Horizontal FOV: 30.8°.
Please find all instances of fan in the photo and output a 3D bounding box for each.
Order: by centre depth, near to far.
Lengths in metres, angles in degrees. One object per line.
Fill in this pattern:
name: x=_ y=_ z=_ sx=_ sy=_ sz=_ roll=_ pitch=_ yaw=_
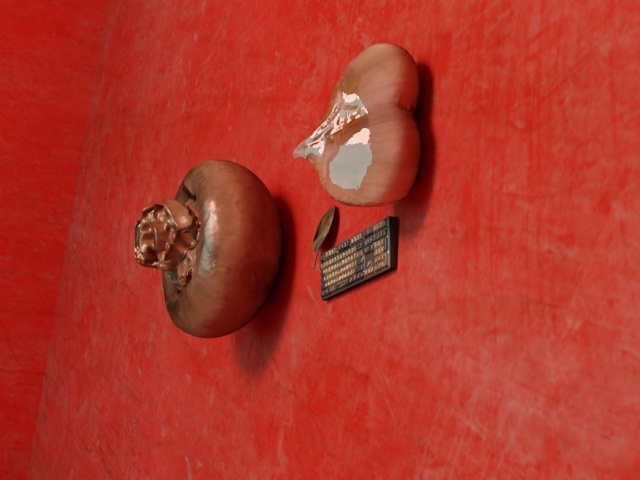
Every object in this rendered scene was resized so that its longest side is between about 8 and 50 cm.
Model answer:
fan: x=-0.001 y=-0.003 z=1.313 sx=0.060 sy=0.003 sz=0.080 roll=-177 pitch=108 yaw=-77

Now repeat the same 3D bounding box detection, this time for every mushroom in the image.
mushroom: x=-0.144 y=0.010 z=1.457 sx=0.226 sy=0.178 sz=0.226 roll=179 pitch=90 yaw=-67

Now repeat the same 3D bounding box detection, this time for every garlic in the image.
garlic: x=0.049 y=-0.111 z=1.136 sx=0.124 sy=0.099 sz=0.174 roll=-11 pitch=70 yaw=52

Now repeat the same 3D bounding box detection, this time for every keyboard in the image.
keyboard: x=0.037 y=0.021 z=1.217 sx=0.176 sy=0.014 sz=0.055 roll=150 pitch=123 yaw=-64
